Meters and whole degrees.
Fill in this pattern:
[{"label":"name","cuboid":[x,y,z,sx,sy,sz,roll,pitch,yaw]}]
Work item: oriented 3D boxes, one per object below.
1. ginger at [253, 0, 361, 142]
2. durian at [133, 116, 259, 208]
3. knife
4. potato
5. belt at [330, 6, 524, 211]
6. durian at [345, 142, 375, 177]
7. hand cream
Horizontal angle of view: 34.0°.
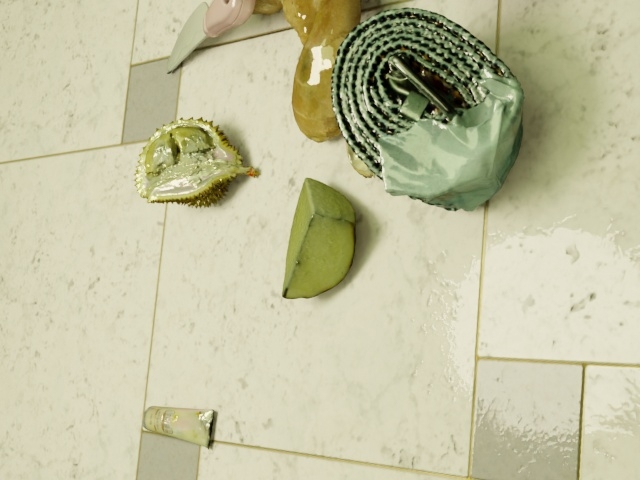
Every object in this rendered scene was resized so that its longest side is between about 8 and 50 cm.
[{"label":"ginger","cuboid":[0.010,-0.366,1.501,0.348,0.122,0.363,-54,38,38]},{"label":"durian","cuboid":[-0.189,-0.122,1.672,0.208,0.102,0.146,5,86,20]},{"label":"knife","cuboid":[-0.192,-0.350,1.693,0.336,0.043,0.081,-15,72,59]},{"label":"potato","cuboid":[0.000,0.000,1.495,0.120,0.081,0.149,-96,23,-58]},{"label":"belt","cuboid":[0.133,-0.158,1.298,0.207,0.150,0.257,-45,76,8]},{"label":"durian","cuboid":[0.075,-0.154,1.436,0.110,0.071,0.140,-40,79,28]},{"label":"hand cream","cuboid":[-0.223,0.289,1.645,0.143,0.039,0.061,0,79,38]}]
